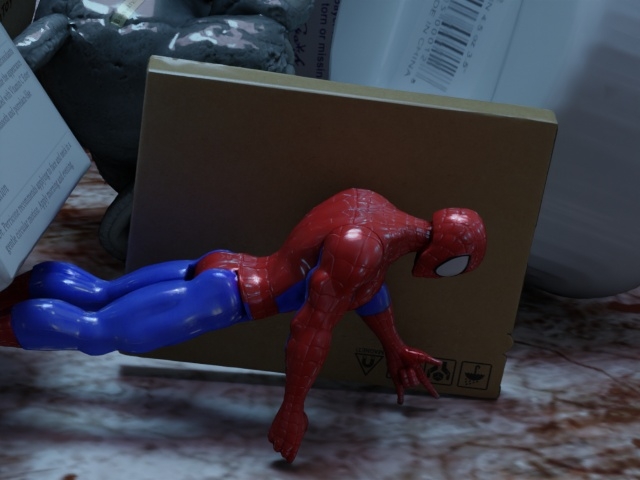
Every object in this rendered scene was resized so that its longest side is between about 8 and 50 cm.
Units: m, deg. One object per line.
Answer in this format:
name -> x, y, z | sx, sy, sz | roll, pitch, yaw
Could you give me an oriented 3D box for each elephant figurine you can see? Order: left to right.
elephant figurine -> -0.097, -0.071, 1.165 | 0.186, 0.239, 0.169 | 12, 51, -7

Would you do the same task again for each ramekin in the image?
ramekin -> 0.124, -0.114, 1.122 | 0.135, 0.277, 0.277 | 15, 12, -32

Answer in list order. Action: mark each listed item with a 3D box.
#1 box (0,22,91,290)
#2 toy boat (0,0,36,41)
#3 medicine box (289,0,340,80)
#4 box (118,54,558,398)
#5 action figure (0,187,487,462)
box -> -0.227, -0.016, 0.925 | 0.182, 0.119, 0.181 | -29, 14, 14
toy boat -> -0.290, -0.158, 1.315 | 0.151, 0.151, 0.231 | 10, 44, 7
medicine box -> 0.009, -0.153, 1.432 | 0.289, 0.149, 0.263 | 4, 20, -5
box -> 0.005, -0.003, 0.976 | 0.201, 0.164, 0.021 | 7, 29, -4
action figure -> -0.047, 0.058, 0.946 | 0.280, 0.139, 0.091 | -16, 20, 10
